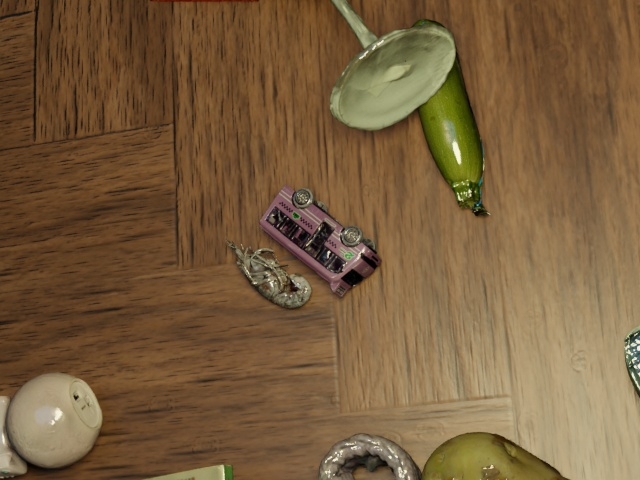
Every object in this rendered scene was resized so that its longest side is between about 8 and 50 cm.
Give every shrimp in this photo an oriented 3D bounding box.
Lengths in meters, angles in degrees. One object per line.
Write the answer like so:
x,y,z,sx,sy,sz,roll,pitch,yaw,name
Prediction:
-0.084,0.044,1.834,0.165,0.056,0.065,43,104,12,shrimp

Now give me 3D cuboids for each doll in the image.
-0.472,0.304,1.820,0.287,0.151,0.151,-25,70,11,doll

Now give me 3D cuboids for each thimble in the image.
0.069,0.346,1.683,0.150,0.098,0.150,-4,73,13,thimble

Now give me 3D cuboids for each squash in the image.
0.190,-0.189,1.814,0.087,0.087,0.332,-16,73,10,squash

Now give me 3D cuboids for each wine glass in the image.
0.016,-0.375,1.791,0.267,0.267,0.406,-35,63,3,wine glass

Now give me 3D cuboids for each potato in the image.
0.257,0.358,1.599,0.262,0.165,0.165,36,86,8,potato

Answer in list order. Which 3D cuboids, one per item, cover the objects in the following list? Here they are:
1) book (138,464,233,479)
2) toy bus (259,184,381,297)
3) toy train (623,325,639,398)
-0.212,0.512,1.679,0.260,0.043,0.371,-19,66,40,book
0.000,0.000,1.809,0.178,0.087,0.098,37,88,24,toy bus
0.519,0.295,1.583,0.086,0.088,0.407,-28,69,4,toy train
